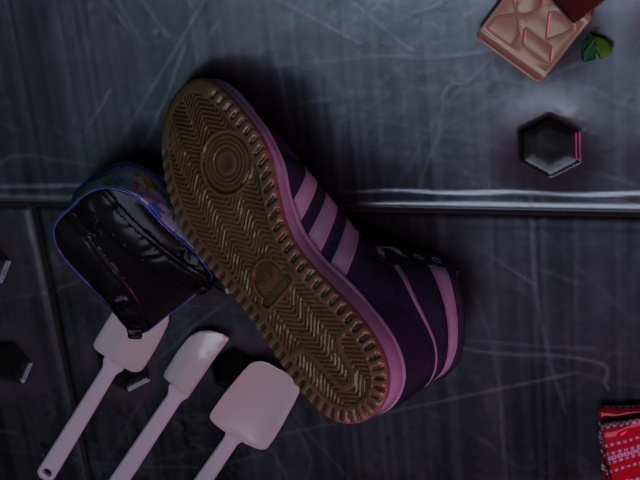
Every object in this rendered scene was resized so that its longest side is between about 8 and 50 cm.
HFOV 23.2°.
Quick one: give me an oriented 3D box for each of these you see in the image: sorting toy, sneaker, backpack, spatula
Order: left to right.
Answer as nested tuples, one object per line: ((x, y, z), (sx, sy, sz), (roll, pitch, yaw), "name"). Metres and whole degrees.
((-0.139, -0.003, 1.185), (0.105, 0.084, 0.114), (-35, 109, 29), "backpack")
((-0.136, 0.158, 1.314), (0.168, 0.019, 0.242), (30, 121, -4), "spatula")
((0.000, 0.000, 1.156), (0.099, 0.153, 0.282), (-42, 72, 32), "sneaker")
((0.158, -0.141, 1.072), (0.083, 0.012, 0.062), (36, 116, -3), "sorting toy")

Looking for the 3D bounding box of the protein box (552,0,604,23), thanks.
((0.183, -0.264, 0.885), (0.200, 0.201, 0.136), (-37, 104, 29), "protein box")

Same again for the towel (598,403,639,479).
((0.328, 0.248, 1.238), (0.198, 0.031, 0.275), (-3, 118, 15), "towel")
